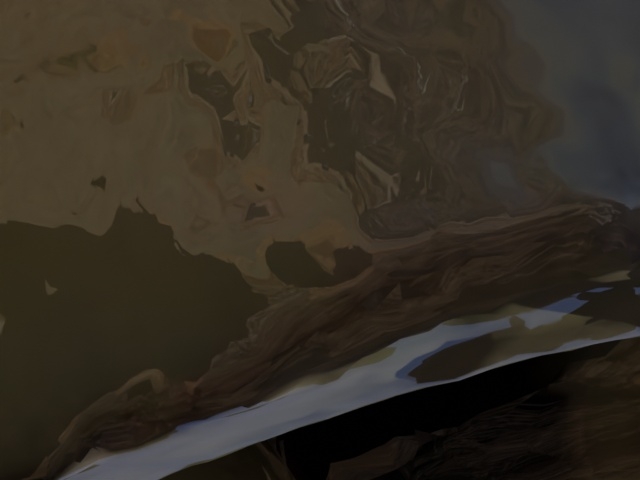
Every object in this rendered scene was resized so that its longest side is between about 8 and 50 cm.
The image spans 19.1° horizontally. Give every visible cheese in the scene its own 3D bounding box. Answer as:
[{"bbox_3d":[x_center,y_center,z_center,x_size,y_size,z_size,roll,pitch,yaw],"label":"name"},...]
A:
[{"bbox_3d":[0.001,-0.002,0.478,0.332,0.292,0.153,-25,-111,38],"label":"cheese"}]
